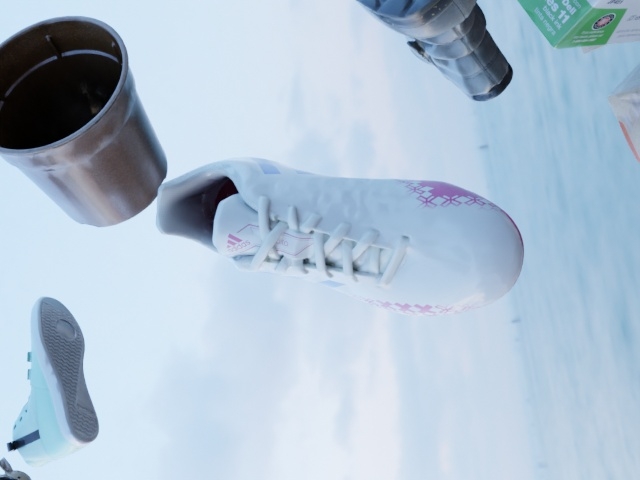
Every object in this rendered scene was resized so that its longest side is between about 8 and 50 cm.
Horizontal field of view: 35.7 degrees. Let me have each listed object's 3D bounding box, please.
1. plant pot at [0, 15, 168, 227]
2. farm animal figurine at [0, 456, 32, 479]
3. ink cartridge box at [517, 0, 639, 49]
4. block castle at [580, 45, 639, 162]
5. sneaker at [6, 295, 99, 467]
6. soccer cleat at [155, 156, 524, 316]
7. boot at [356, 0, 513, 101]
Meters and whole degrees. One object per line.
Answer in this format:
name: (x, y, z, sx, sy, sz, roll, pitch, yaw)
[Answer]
plant pot: (-0.239, -0.106, 0.996, 0.165, 0.167, 0.167, 65, -163, -55)
farm animal figurine: (-0.372, 0.366, 1.154, 0.330, 0.172, 0.327, 56, 153, 30)
ink cartridge box: (0.270, -0.254, 0.785, 0.153, 0.208, 0.087, -14, -114, -41)
block castle: (0.436, -0.244, 0.964, 0.213, 0.303, 0.453, -41, -73, -43)
sneaker: (-0.436, 0.220, 1.534, 0.094, 0.151, 0.256, 20, -136, -51)
soccer cleat: (0.000, 0.000, 0.826, 0.143, 0.331, 0.116, -11, -72, -49)
boot: (0.076, -0.146, 0.610, 0.161, 0.083, 0.246, 44, -168, -30)
